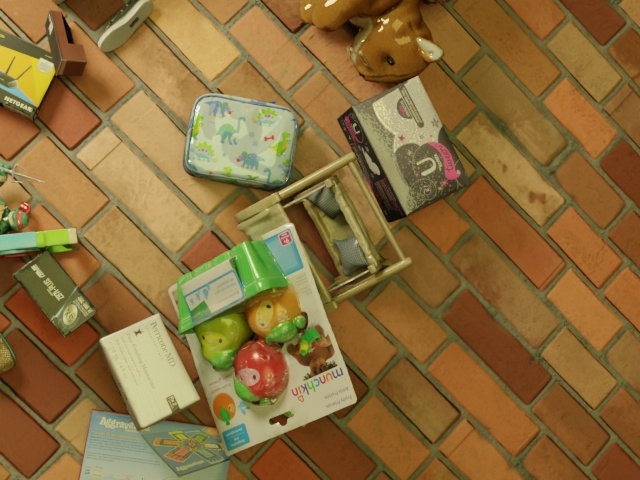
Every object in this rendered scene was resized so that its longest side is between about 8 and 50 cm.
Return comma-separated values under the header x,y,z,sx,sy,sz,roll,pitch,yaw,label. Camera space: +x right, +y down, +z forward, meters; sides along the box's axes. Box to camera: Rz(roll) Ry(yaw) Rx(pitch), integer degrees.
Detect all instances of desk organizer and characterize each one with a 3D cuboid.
x,y,z,sx,sy,sz,roll,pitch,yaw,label
-0.490,-0.379,1.892,0.050,0.047,0.130,-1,58,-31,desk organizer

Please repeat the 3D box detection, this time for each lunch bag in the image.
x,y,z,sx,sy,sz,roll,pitch,yaw,label
-0.157,-0.198,1.963,0.219,0.090,0.176,8,85,-12,lunch bag

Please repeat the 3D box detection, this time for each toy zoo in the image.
x,y,z,sx,sy,sz,roll,pitch,yaw,label
-0.593,0.015,1.801,0.293,0.192,0.030,-7,87,-12,toy zoo

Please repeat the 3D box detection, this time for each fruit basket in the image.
x,y,z,sx,sy,sz,roll,pitch,yaw,label
-0.125,0.188,1.830,0.165,0.327,0.352,8,60,-55,fruit basket

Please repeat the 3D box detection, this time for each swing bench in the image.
x,y,z,sx,sy,sz,roll,pitch,yaw,label
0.000,0.000,1.947,0.255,0.165,0.253,-30,93,-12,swing bench

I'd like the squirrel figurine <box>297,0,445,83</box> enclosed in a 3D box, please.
x,y,z,sx,sy,sz,roll,pitch,yaw,label
0.149,-0.522,1.967,0.397,0.281,0.370,-35,100,-10,squirrel figurine

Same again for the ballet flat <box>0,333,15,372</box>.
x,y,z,sx,sy,sz,roll,pitch,yaw,label
-0.646,0.161,1.836,0.067,0.073,0.206,-34,92,-44,ballet flat

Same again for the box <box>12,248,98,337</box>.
x,y,z,sx,sy,sz,roll,pitch,yaw,label
-0.488,0.100,1.823,0.077,0.180,0.147,-40,96,-13,box

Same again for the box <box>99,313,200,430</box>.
x,y,z,sx,sy,sz,roll,pitch,yaw,label
-0.322,0.249,1.837,0.119,0.182,0.180,-25,84,-17,box

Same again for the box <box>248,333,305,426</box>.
x,y,z,sx,sy,sz,roll,pitch,yaw,label
-0.073,0.264,1.978,0.186,0.038,0.145,35,81,-9,box

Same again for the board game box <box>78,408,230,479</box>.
x,y,z,sx,sy,sz,roll,pitch,yaw,label
-0.318,0.421,1.918,0.282,0.027,0.145,11,85,-11,board game box

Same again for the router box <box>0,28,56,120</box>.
x,y,z,sx,sy,sz,roll,pitch,yaw,label
-0.608,-0.328,1.894,0.179,0.046,0.133,24,80,-11,router box

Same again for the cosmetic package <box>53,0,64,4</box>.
x,y,z,sx,sy,sz,roll,pitch,yaw,label
-0.396,-0.689,1.907,0.453,0.161,0.230,-39,95,-13,cosmetic package

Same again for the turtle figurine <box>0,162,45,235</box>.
x,y,z,sx,sy,sz,roll,pitch,yaw,label
-0.633,-0.052,1.829,0.234,0.118,0.175,1,45,0,turtle figurine

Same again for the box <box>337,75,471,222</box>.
x,y,z,sx,sy,sz,roll,pitch,yaw,label
0.170,-0.184,2.008,0.163,0.142,0.247,-27,93,-12,box

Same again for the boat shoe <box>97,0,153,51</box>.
x,y,z,sx,sy,sz,roll,pitch,yaw,label
-0.392,-0.432,1.954,0.040,0.049,0.142,39,79,26,boat shoe
